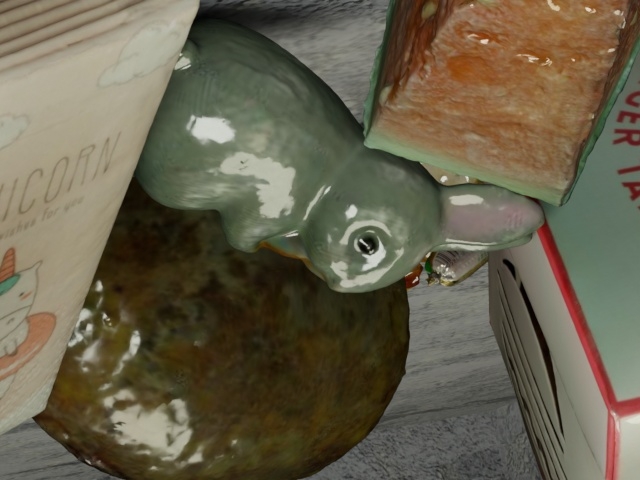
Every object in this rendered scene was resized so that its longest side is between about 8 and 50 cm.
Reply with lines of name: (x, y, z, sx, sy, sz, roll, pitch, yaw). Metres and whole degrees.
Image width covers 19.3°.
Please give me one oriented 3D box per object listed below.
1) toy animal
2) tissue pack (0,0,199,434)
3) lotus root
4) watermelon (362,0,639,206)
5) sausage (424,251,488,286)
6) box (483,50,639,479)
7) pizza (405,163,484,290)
toy animal: (0.002, -0.031, 1.034, 0.236, 0.108, 0.138, 29, 160, 2)
tissue pack: (-0.176, 0.002, 0.929, 0.170, 0.071, 0.325, -25, 154, -40)
lotus root: (-0.067, 0.052, 1.248, 0.142, 0.210, 0.314, -22, 155, 39)
watermelon: (0.109, -0.136, 0.825, 0.140, 0.193, 0.256, 18, 172, 0)
sausage: (0.163, -0.035, 1.410, 0.269, 0.033, 0.033, -37, -175, -36)
box: (0.280, 0.040, 1.202, 0.312, 0.314, 0.300, -12, 140, -4)
pizza: (0.000, 0.000, 1.463, 0.278, 0.114, 0.409, -13, 166, -32)
